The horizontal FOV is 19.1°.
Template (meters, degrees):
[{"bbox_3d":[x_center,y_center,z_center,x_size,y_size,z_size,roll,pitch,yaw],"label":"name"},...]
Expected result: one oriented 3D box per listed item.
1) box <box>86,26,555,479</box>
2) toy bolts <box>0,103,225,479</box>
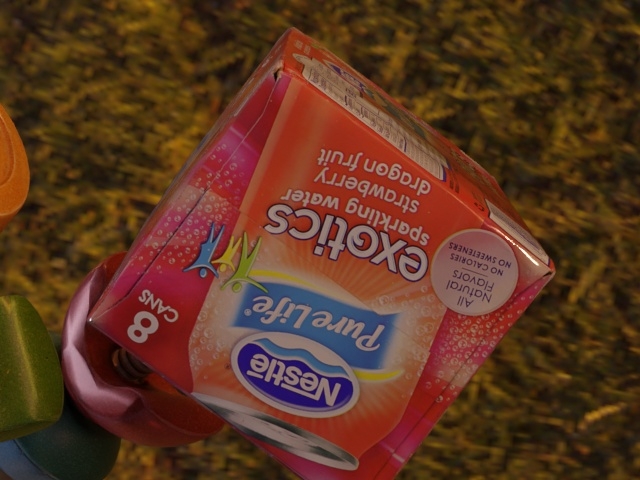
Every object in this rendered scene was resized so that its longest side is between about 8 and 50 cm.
[{"bbox_3d":[0.000,0.000,0.793,0.128,0.257,0.122,37,98,-6],"label":"box"},{"bbox_3d":[-0.183,0.049,0.919,0.158,0.228,0.218,-31,58,25],"label":"toy bolts"}]
